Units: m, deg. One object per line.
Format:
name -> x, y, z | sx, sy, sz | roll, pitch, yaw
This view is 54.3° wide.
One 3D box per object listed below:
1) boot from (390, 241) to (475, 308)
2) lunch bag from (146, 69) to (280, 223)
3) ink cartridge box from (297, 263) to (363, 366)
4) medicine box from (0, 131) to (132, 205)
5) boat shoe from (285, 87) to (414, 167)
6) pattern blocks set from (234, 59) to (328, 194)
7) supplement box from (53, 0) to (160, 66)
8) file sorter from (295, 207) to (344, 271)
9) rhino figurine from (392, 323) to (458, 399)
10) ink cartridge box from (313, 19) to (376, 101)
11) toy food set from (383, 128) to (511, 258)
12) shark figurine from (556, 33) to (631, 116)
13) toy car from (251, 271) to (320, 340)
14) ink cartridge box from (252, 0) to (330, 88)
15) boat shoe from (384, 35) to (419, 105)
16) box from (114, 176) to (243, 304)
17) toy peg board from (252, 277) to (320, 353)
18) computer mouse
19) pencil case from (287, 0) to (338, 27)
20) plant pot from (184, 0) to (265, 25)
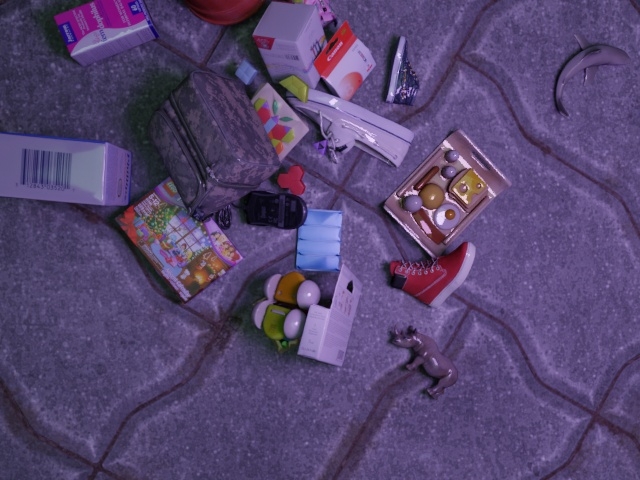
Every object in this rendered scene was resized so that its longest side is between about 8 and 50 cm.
boot -> 0.288, 0.069, 1.665 | 0.176, 0.088, 0.244 | 26, 132, -4
lunch bag -> -0.284, -0.229, 1.567 | 0.256, 0.213, 0.305 | -35, 78, 29
ink cartridge box -> 0.031, 0.195, 1.605 | 0.060, 0.275, 0.238 | 11, 78, 17
medicine box -> -0.621, -0.166, 1.516 | 0.264, 0.289, 0.149 | 4, 93, -6
boat shoe -> 0.061, -0.283, 1.674 | 0.367, 0.136, 0.156 | 21, 92, -16
pattern blocks set -> -0.127, -0.300, 1.628 | 0.325, 0.026, 0.285 | 35, 114, 11
supplement box -> -0.545, -0.548, 1.604 | 0.220, 0.114, 0.111 | -24, 95, -3
file sorter -> 0.000, 0.000, 1.678 | 0.118, 0.104, 0.170 | 4, 92, -5
rhino figurine -> 0.286, 0.324, 1.733 | 0.106, 0.073, 0.243 | -40, 94, 0
ink cartridge box -> 0.068, -0.465, 1.642 | 0.045, 0.179, 0.145 | 36, 87, 26
toy food set -> 0.349, -0.123, 1.717 | 0.220, 0.092, 0.306 | 45, 87, -5
shark figurine -> 0.734, -0.482, 1.739 | 0.278, 0.116, 0.166 | -42, 94, -5
toy car -> -0.075, 0.178, 1.602 | 0.159, 0.136, 0.181 | 10, 69, 35
ink cartridge box -> -0.069, -0.496, 1.594 | 0.128, 0.176, 0.127 | 15, 67, 21
boat shoe -> 0.233, -0.462, 1.714 | 0.083, 0.065, 0.183 | 9, 97, -7
box -> -0.373, -0.004, 1.662 | 0.201, 0.057, 0.293 | -39, 95, -4
toy peg board -> -0.077, 0.205, 1.688 | 0.161, 0.079, 0.161 | -29, 95, -4
computer mouse -> -0.151, -0.121, 1.660 | 0.262, 0.060, 0.183 | 0, 95, 20
pencil case -> -0.050, -0.692, 1.645 | 0.124, 0.124, 0.283 | -19, 92, -5
plant pot -> -0.279, -0.690, 1.515 | 0.273, 0.265, 0.272 | 1, 97, 12
